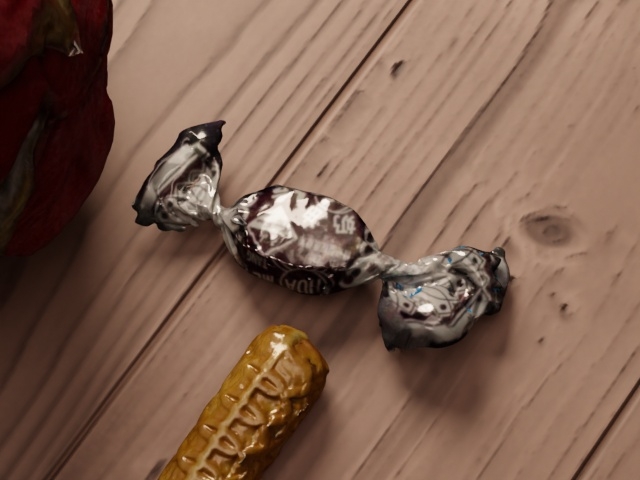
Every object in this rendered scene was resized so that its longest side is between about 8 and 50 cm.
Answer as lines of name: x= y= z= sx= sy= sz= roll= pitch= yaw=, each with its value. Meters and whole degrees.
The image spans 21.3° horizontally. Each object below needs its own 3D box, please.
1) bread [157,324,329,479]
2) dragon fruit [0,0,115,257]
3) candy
bread: x=-0.050 y=0.118 z=0.969 sx=0.052 sy=0.044 sz=0.157 roll=32 pitch=76 yaw=9
dragon fruit: x=-0.262 y=-0.111 z=0.900 sx=0.329 sy=0.329 sz=0.329 roll=-1 pitch=72 yaw=2
candy: x=0.000 y=0.000 z=1.006 sx=0.226 sy=0.051 sz=0.094 roll=21 pitch=64 yaw=7
